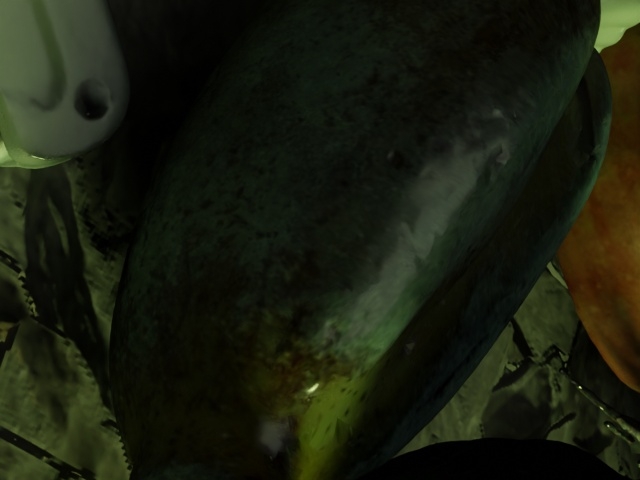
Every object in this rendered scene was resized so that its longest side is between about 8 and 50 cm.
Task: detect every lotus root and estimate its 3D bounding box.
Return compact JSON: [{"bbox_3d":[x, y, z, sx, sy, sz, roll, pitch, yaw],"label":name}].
[{"bbox_3d":[0.000,0.000,0.728,0.322,0.140,0.158,-54,153,-28],"label":"lotus root"}]

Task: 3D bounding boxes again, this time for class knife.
[{"bbox_3d":[-0.129,-0.149,0.640,0.073,0.040,0.265,-28,111,-39],"label":"knife"}]

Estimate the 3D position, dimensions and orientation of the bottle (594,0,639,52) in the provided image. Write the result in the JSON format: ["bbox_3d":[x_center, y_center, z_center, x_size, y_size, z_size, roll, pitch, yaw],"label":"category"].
[{"bbox_3d":[0.093,-0.162,0.874,0.104,0.104,0.245,-9,94,-52],"label":"bottle"}]

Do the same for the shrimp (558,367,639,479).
[{"bbox_3d":[0.203,0.158,0.978,0.343,0.145,0.116,40,32,-48],"label":"shrimp"}]

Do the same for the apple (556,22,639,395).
[{"bbox_3d":[0.247,-0.031,0.984,0.293,0.163,0.251,14,64,-50],"label":"apple"}]

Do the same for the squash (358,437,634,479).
[{"bbox_3d":[0.064,0.177,0.730,0.172,0.218,0.218,7,82,-28],"label":"squash"}]
